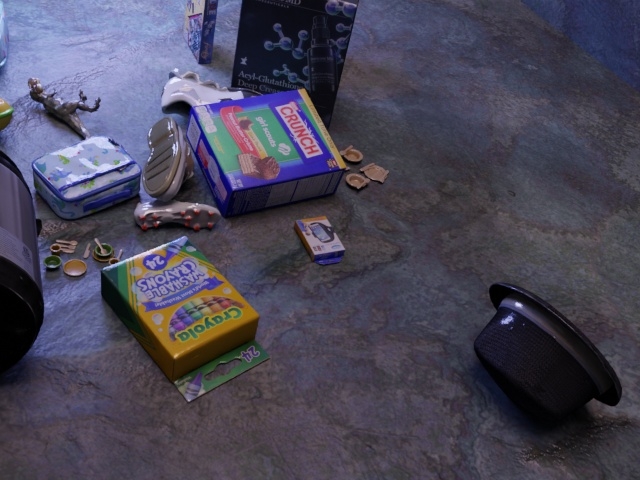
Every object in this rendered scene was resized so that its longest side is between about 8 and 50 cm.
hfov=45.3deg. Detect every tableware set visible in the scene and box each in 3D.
[{"bbox_3d":[-0.504,0.035,1.633,0.154,0.024,0.104,10,42,-6],"label":"tableware set"},{"bbox_3d":[0.091,-0.193,2.046,0.169,0.020,0.141,36,47,22],"label":"tableware set"}]

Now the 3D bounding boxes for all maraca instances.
[{"bbox_3d":[-0.830,-0.306,1.860,0.186,0.099,0.127,6,25,29],"label":"maraca"}]

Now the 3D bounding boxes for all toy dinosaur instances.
[{"bbox_3d":[-0.639,-0.342,1.979,0.268,0.064,0.118,38,54,21],"label":"toy dinosaur"}]

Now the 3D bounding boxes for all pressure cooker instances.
[{"bbox_3d":[-0.684,0.011,1.354,0.376,0.369,0.420,-3,48,-23],"label":"pressure cooker"}]

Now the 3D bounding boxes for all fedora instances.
[{"bbox_3d":[0.427,0.243,1.535,0.152,0.334,0.334,-43,62,-10],"label":"fedora"}]

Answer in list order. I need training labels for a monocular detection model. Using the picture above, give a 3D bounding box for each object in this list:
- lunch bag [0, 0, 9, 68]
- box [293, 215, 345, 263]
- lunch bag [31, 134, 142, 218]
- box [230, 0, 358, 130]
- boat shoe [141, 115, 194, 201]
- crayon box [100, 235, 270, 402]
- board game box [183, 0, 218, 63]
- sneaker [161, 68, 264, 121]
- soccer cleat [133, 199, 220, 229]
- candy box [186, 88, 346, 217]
[{"bbox_3d":[-0.972,-0.562,2.083,0.224,0.107,0.279,-7,44,-15],"label":"lunch bag"},{"bbox_3d":[0.000,0.000,1.808,0.081,0.028,0.136,-9,45,-25],"label":"box"},{"bbox_3d":[-0.536,-0.147,1.774,0.219,0.090,0.176,-26,58,-35],"label":"lunch bag"},{"bbox_3d":[-0.071,-0.542,2.098,0.294,0.395,0.212,12,42,-2],"label":"box"},{"bbox_3d":[-0.350,-0.183,1.825,0.113,0.103,0.302,-29,37,16],"label":"boat shoe"},{"bbox_3d":[-0.269,0.145,1.536,0.203,0.083,0.323,-25,55,-35],"label":"crayon box"},{"bbox_3d":[-0.356,-0.673,2.272,0.042,0.243,0.165,-8,47,-25],"label":"board game box"},{"bbox_3d":[-0.267,-0.338,2.050,0.331,0.122,0.146,15,60,-1],"label":"sneaker"},{"bbox_3d":[-0.329,-0.067,1.763,0.196,0.068,0.076,-2,41,-13],"label":"soccer cleat"},{"bbox_3d":[-0.134,-0.222,1.902,0.317,0.122,0.268,-14,64,-29],"label":"candy box"}]
